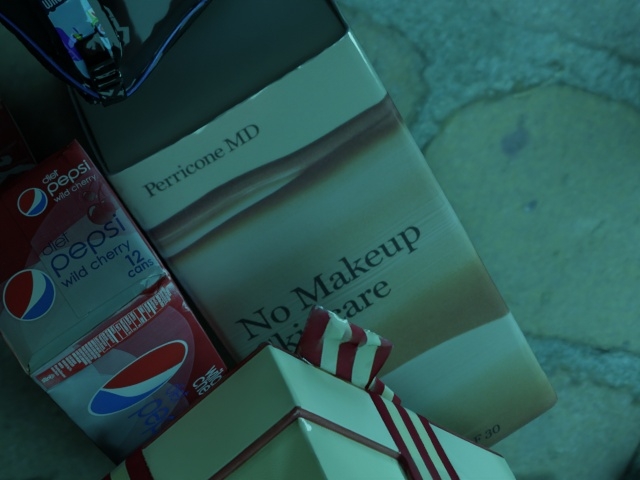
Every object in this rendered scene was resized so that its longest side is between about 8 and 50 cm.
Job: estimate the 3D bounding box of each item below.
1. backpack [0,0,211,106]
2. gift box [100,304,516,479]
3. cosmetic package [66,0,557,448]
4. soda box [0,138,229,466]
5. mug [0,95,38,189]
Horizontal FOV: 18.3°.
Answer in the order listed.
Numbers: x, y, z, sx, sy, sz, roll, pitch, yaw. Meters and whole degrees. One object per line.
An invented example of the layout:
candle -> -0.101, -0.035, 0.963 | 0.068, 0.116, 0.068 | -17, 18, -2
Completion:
backpack -> -0.118, -0.174, 0.961 | 0.173, 0.117, 0.158 | 39, 102, -9
gift box -> -0.011, 0.204, 0.999 | 0.255, 0.258, 0.276 | -38, 140, 13
cosmetic package -> 0.000, 0.000, 1.110 | 0.153, 0.129, 0.296 | -32, 126, 3
soda box -> -0.110, 0.047, 1.041 | 0.083, 0.092, 0.263 | -34, 161, -6
mug -> -0.225, 0.003, 1.054 | 0.169, 0.113, 0.150 | -28, 158, -8
